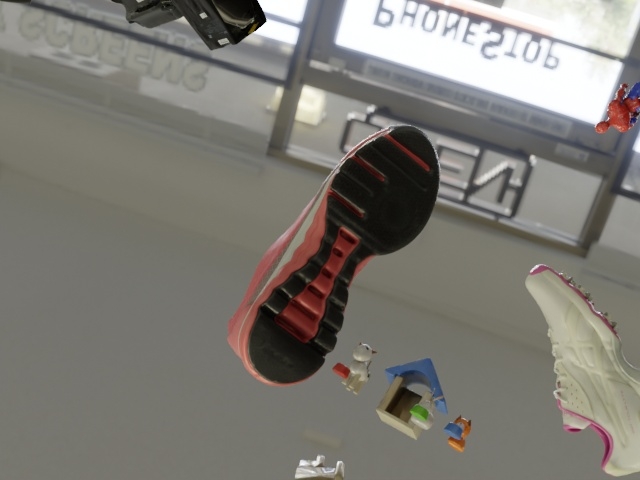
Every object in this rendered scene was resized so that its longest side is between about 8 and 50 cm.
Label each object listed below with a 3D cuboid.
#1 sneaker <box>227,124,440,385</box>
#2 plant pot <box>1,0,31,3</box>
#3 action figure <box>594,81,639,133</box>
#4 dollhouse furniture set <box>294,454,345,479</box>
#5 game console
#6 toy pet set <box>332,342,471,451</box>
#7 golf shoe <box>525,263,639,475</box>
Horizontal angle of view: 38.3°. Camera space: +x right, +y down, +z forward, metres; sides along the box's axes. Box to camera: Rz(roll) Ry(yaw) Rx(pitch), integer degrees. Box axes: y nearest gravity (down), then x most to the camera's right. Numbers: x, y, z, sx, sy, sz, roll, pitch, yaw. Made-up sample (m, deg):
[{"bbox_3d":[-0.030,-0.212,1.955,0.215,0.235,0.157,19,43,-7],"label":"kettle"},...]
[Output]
[{"bbox_3d":[-0.001,0.000,0.971,0.116,0.314,0.136,42,167,-23],"label":"sneaker"},{"bbox_3d":[-0.340,-0.328,0.788,0.167,0.187,0.188,-20,-111,-43],"label":"plant pot"},{"bbox_3d":[0.303,-0.135,0.887,0.115,0.038,0.030,-37,-158,-25],"label":"action figure"},{"bbox_3d":[0.029,0.279,0.936,0.101,0.161,0.182,3,-171,3],"label":"dollhouse furniture set"},{"bbox_3d":[-0.193,-0.307,1.037,0.213,0.044,0.361,51,165,-21],"label":"game console"},{"bbox_3d":[0.086,0.128,0.798,0.122,0.065,0.114,26,162,23],"label":"toy pet set"},{"bbox_3d":[0.354,0.172,1.230,0.306,0.140,0.115,56,-173,24],"label":"golf shoe"}]
